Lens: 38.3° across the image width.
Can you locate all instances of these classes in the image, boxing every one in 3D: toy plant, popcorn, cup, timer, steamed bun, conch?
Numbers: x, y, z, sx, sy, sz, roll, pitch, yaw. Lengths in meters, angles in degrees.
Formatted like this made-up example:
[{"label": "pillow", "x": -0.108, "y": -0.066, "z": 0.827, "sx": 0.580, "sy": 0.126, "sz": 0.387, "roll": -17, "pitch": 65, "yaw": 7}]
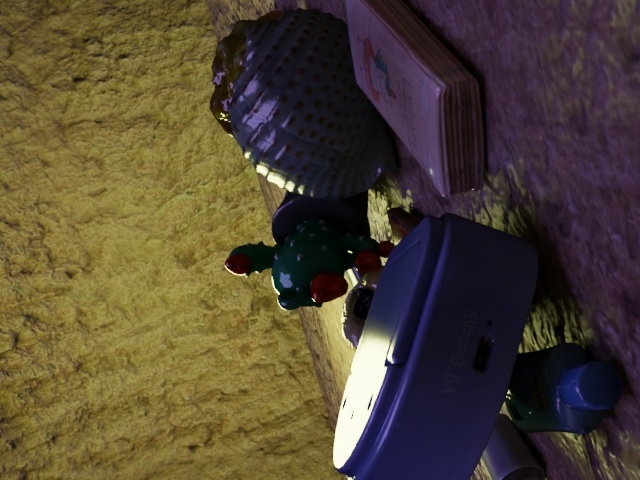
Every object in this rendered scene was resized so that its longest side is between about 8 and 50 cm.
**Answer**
[{"label": "toy plant", "x": -0.013, "y": -0.003, "z": 1.686, "sx": 0.400, "sy": 0.279, "sz": 0.185, "roll": -78, "pitch": 2, "yaw": -51}, {"label": "popcorn", "x": -0.096, "y": -0.322, "z": 1.841, "sx": 0.282, "sy": 0.247, "sz": 0.282, "roll": 171, "pitch": 90, "yaw": -73}, {"label": "cup", "x": 0.283, "y": 0.325, "z": 1.364, "sx": 0.104, "sy": 0.074, "sz": 0.116, "roll": 43, "pitch": -165, "yaw": -36}, {"label": "timer", "x": 0.142, "y": 0.172, "z": 1.166, "sx": 0.395, "sy": 0.173, "sz": 0.395, "roll": -162, "pitch": 90, "yaw": -86}, {"label": "steamed bun", "x": 0.125, "y": 0.112, "z": 1.655, "sx": 0.141, "sy": 0.172, "sz": 0.155, "roll": 38, "pitch": 128, "yaw": 55}, {"label": "conch", "x": -0.032, "y": -0.213, "z": 1.542, "sx": 0.319, "sy": 0.303, "sz": 0.215, "roll": 56, "pitch": -148, "yaw": 12}]

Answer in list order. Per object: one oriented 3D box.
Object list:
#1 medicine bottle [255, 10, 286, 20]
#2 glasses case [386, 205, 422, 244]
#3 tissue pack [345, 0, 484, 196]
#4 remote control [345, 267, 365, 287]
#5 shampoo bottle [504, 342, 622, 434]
[{"label": "medicine bottle", "x": -0.112, "y": -0.467, "z": 2.101, "sx": 0.192, "sy": 0.096, "sz": 0.096, "roll": -147, "pitch": 40, "yaw": -76}, {"label": "glasses case", "x": 0.157, "y": -0.010, "z": 1.521, "sx": 0.170, "sy": 0.041, "sz": 0.064, "roll": -133, "pitch": 25, "yaw": -71}, {"label": "tissue pack", "x": 0.121, "y": -0.213, "z": 1.244, "sx": 0.325, "sy": 0.071, "sz": 0.170, "roll": -117, "pitch": 15, "yaw": -49}, {"label": "remote control", "x": 0.036, "y": -0.027, "z": 2.164, "sx": 0.107, "sy": 0.044, "sz": 0.377, "roll": 79, "pitch": 166, "yaw": -69}, {"label": "shampoo bottle", "x": 0.277, "y": 0.174, "z": 1.077, "sx": 0.258, "sy": 0.061, "sz": 0.104, "roll": 117, "pitch": 141, "yaw": -77}]
